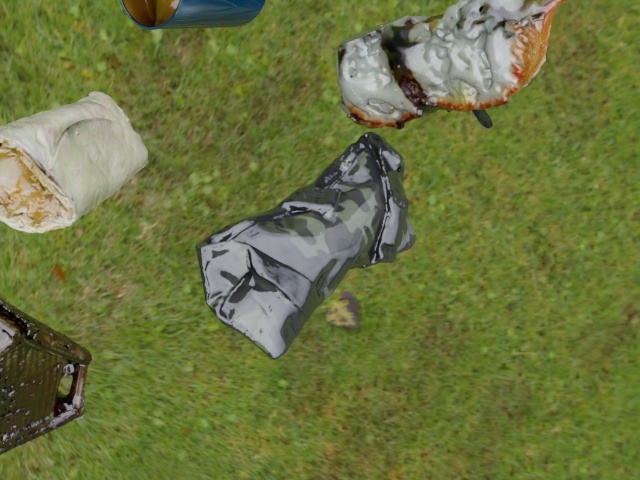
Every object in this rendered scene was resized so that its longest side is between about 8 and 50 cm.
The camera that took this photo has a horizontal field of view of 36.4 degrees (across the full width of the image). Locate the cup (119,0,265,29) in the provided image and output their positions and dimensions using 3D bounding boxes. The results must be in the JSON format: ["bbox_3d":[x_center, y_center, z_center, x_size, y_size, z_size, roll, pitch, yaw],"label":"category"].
[{"bbox_3d":[-0.128,-0.299,1.085,0.138,0.150,0.113,-15,87,-49],"label":"cup"}]

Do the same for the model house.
[{"bbox_3d":[-0.502,0.135,1.320,0.317,0.282,0.297,30,42,18],"label":"model house"}]

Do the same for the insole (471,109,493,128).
[{"bbox_3d":[0.225,-0.238,1.515,0.053,0.002,0.152,-20,76,-48],"label":"insole"}]

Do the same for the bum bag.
[{"bbox_3d":[0.000,0.000,1.071,0.340,0.095,0.144,-37,104,-42],"label":"bum bag"}]

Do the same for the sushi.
[{"bbox_3d":[0.130,-0.206,1.109,0.124,0.332,0.130,-43,120,-42],"label":"sushi"}]

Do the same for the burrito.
[{"bbox_3d":[-0.335,-0.103,1.263,0.105,0.299,0.143,-12,106,19],"label":"burrito"}]
